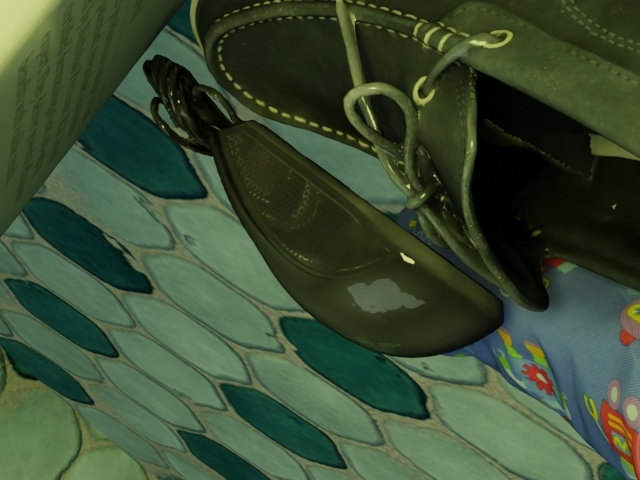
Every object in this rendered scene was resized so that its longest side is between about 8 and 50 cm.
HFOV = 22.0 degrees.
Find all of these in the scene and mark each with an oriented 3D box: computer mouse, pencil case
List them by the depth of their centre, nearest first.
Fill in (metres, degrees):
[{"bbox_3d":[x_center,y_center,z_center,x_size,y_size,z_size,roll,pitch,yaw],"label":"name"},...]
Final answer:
[{"bbox_3d":[0.000,0.000,0.966,0.188,0.072,0.272,36,-178,-42],"label":"computer mouse"},{"bbox_3d":[0.155,0.056,0.966,0.306,0.119,0.133,32,155,58],"label":"pencil case"}]

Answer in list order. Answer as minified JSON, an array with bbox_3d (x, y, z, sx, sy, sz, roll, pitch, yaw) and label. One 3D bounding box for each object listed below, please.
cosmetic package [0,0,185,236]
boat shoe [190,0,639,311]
[{"bbox_3d":[-0.264,-0.162,0.819,0.329,0.394,0.327,35,160,-1],"label":"cosmetic package"},{"bbox_3d":[0.100,-0.060,0.844,0.500,0.156,0.187,19,157,39],"label":"boat shoe"}]
